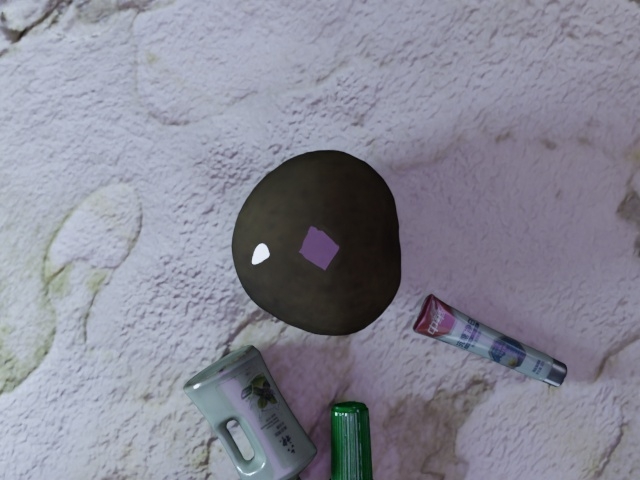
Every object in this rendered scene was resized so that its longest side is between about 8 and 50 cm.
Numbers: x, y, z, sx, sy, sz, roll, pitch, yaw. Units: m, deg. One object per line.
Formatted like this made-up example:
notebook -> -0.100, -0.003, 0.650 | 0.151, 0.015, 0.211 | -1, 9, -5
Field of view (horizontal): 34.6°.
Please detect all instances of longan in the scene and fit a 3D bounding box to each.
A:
longan -> 0.000, 0.000, 1.384 | 0.246, 0.215, 0.246 | -7, 114, -15

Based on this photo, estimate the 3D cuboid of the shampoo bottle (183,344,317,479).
shampoo bottle -> -0.083, 0.273, 1.441 | 0.118, 0.087, 0.234 | -32, 95, -10

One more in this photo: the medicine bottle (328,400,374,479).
medicine bottle -> 0.045, 0.386, 1.469 | 0.111, 0.076, 0.309 | -3, 90, -20

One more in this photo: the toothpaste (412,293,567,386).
toothpaste -> 0.251, 0.153, 1.514 | 0.239, 0.039, 0.062 | 25, 94, -6
